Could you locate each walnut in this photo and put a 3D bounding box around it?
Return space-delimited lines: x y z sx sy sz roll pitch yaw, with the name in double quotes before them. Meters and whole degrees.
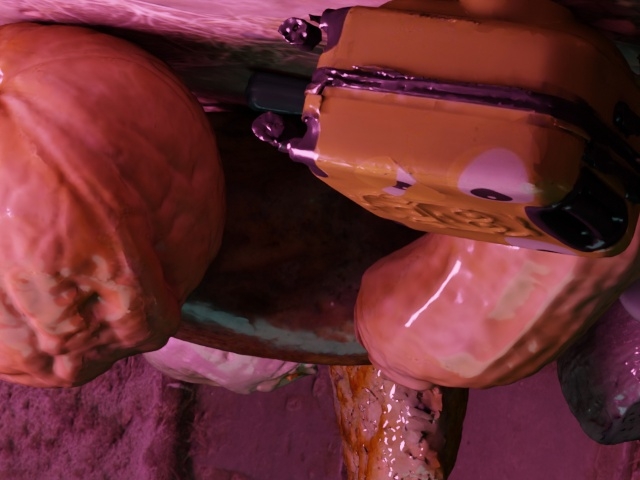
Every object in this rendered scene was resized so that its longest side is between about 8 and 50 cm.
"walnut" -0.212 -0.025 1.553 0.252 0.277 0.313 10 149 27

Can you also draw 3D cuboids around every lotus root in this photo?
"lotus root" 0.000 0.000 1.794 0.346 0.250 0.250 4 173 3

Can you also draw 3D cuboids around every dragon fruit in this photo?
"dragon fruit" 0.430 0.100 2.308 0.283 0.204 0.221 -16 149 -19

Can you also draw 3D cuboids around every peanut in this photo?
"peanut" 0.170 0.020 1.591 0.174 0.158 0.340 20 124 -27

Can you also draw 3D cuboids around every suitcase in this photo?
"suitcase" 0.103 -0.083 1.267 0.235 0.143 0.194 10 170 28

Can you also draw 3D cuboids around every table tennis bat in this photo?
"table tennis bat" 0.035 -0.114 1.609 0.201 0.033 0.124 8 169 -11

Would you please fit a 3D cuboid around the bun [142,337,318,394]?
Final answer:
"bun" -0.073 0.091 2.293 0.187 0.293 0.293 51 -174 16

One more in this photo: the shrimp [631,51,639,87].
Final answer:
"shrimp" 0.276 -0.104 1.333 0.095 0.045 0.162 6 168 35

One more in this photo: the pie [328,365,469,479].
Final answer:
"pie" 0.089 0.150 2.160 0.180 0.418 0.395 2 175 4

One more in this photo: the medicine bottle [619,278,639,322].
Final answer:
"medicine bottle" 0.428 0.041 1.997 0.225 0.139 0.139 13 172 -39
